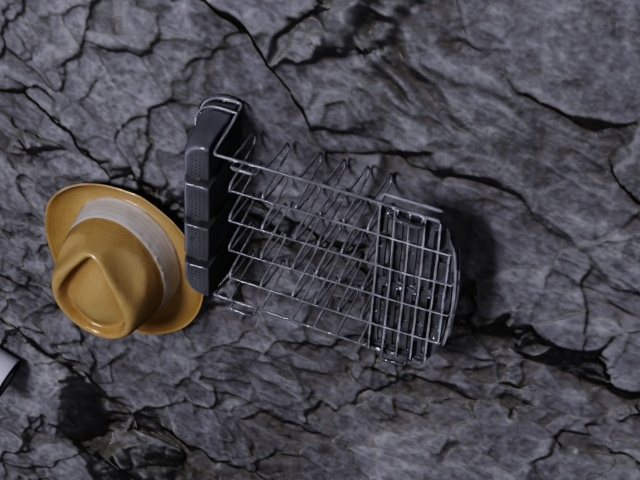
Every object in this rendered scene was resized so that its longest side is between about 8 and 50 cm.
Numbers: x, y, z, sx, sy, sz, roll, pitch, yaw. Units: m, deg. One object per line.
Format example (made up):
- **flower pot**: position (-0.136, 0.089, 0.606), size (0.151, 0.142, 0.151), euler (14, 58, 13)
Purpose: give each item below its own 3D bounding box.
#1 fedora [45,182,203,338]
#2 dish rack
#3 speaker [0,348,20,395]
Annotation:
- **fedora**: position (-0.206, 0.034, 1.826), size (0.194, 0.079, 0.194), euler (17, 135, 18)
- **dish rack**: position (0.000, 0.000, 1.677), size (0.272, 0.074, 0.208), euler (18, 137, 14)
- **speaker**: position (-0.399, 0.118, 2.043), size (0.136, 0.055, 0.055), euler (33, 138, 2)
